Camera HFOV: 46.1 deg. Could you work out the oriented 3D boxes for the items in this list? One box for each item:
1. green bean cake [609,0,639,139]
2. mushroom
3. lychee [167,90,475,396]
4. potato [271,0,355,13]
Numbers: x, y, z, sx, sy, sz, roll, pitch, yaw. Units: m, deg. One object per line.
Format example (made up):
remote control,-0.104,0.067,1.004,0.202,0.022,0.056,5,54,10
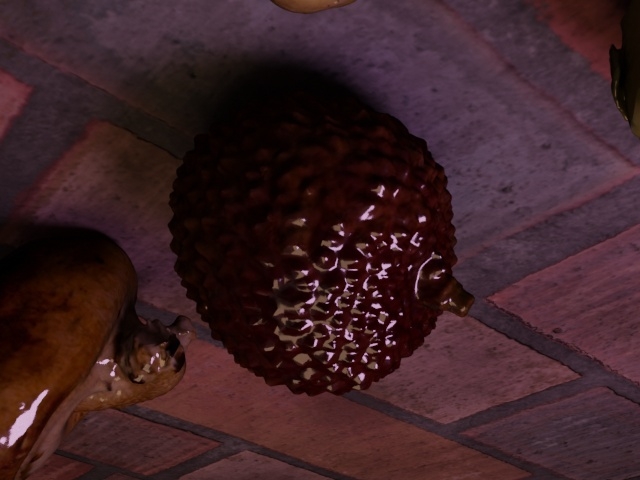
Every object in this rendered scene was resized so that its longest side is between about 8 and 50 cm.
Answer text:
green bean cake,0.394,-0.154,0.517,0.285,0.202,0.310,33,136,-17
mushroom,-0.322,0.171,0.902,0.260,0.345,0.345,31,139,-6
lychee,0.000,0.000,0.697,0.305,0.275,0.275,20,149,22
potato,-0.005,-0.233,0.519,0.107,0.080,0.170,7,142,9
